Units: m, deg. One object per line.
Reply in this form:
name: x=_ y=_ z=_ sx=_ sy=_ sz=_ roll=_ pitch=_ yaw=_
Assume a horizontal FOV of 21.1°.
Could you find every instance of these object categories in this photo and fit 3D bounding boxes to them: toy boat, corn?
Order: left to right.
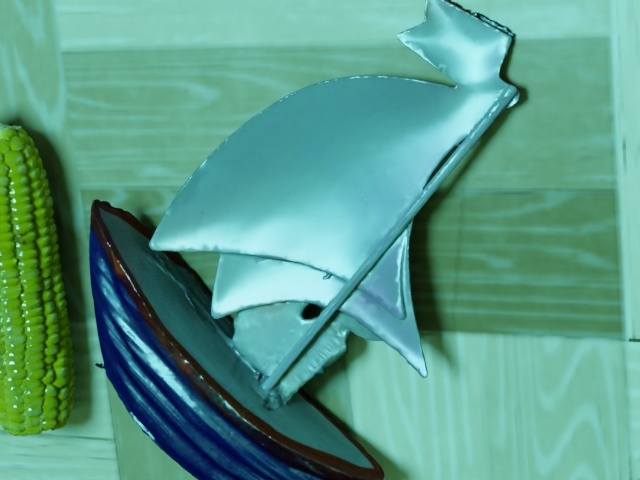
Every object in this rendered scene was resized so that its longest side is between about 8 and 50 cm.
corn: x=-0.190 y=0.021 z=1.045 sx=0.067 sy=0.067 sz=0.206 roll=1 pitch=109 yaw=24
toy boat: x=-0.028 y=-0.001 z=0.967 sx=0.219 sy=0.072 sz=0.318 roll=21 pitch=110 yaw=14
